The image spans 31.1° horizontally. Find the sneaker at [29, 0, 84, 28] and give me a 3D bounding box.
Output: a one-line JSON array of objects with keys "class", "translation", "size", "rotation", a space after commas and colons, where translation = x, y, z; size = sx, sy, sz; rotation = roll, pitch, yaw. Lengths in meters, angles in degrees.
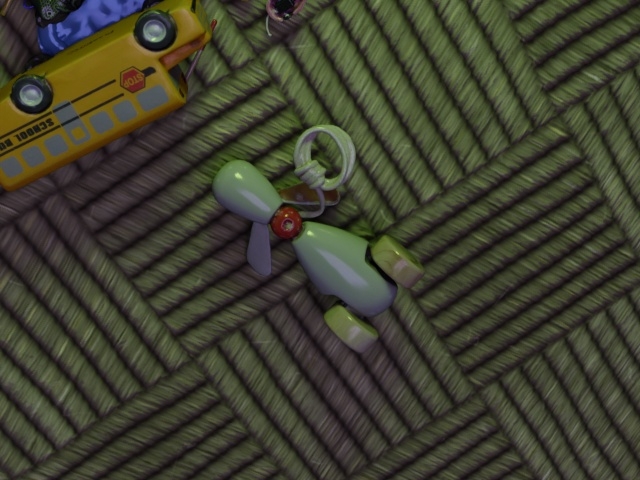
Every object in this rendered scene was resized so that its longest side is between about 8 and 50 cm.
[{"class": "sneaker", "translation": [-0.291, -0.329, 1.459], "size": [0.228, 0.087, 0.130], "rotation": [7, 103, -3]}]

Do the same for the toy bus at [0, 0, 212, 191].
[{"class": "toy bus", "translation": [-0.288, -0.198, 1.482], "size": [0.333, 0.108, 0.130], "rotation": [-25, 114, 8]}]

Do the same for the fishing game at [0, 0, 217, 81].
[{"class": "fishing game", "translation": [-0.283, -0.287, 1.532], "size": [0.264, 0.041, 0.189], "rotation": [25, 103, -11]}]

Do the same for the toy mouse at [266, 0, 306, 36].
[{"class": "toy mouse", "translation": [-0.050, -0.356, 1.546], "size": [0.143, 0.031, 0.161], "rotation": [-7, 120, 9]}]

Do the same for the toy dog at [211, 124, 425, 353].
[{"class": "toy dog", "translation": [0.000, 0.000, 1.665], "size": [0.220, 0.161, 0.333], "rotation": [-30, 99, 2]}]
